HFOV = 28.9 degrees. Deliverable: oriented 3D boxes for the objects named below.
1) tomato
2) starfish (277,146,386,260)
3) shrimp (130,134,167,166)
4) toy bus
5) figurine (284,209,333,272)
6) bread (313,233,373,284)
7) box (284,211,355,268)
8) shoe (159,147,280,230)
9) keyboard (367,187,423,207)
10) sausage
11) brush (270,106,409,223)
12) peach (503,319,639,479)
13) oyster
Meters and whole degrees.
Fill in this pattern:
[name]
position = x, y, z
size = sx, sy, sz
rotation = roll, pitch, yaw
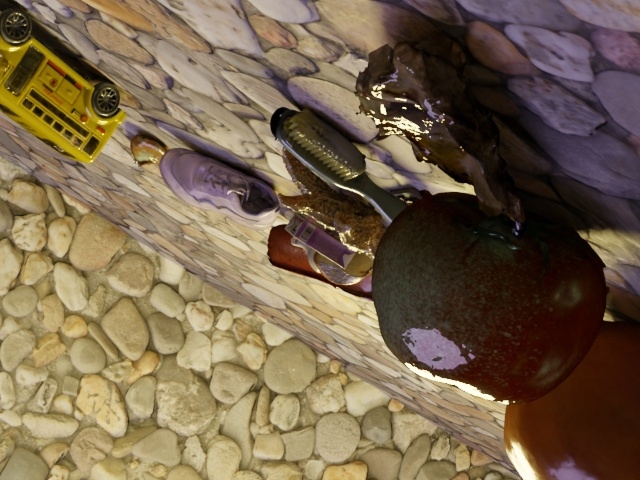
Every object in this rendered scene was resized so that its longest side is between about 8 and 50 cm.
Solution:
[tomato]
position = 0.207, 0.076, 1.584
size = 0.303, 0.239, 0.303
rotation = 17, -166, -4
[starfish]
position = 0.027, -0.049, 1.991
size = 0.301, 0.084, 0.293
rotation = 42, -175, 38
[shrimp]
position = -0.343, -0.170, 2.455
size = 0.091, 0.043, 0.184
rotation = 28, 168, -14
[toy bus]
position = -0.497, -0.273, 2.122
size = 0.144, 0.152, 0.330
rotation = 18, 164, 46
[figurine]
position = -0.003, -0.021, 2.239
size = 0.081, 0.098, 0.146
rotation = -7, -121, -43
[bread]
position = 0.059, 0.029, 2.135
size = 0.126, 0.129, 0.044
rotation = 22, 134, 37
[box]
position = 0.000, 0.000, 2.055
size = 0.117, 0.036, 0.050
rotation = 32, -176, -31
[shoe]
position = -0.178, -0.099, 2.269
size = 0.245, 0.095, 0.137
rotation = 28, 165, -11
[keyboard]
position = 0.122, -0.057, 1.900
size = 0.055, 0.017, 0.166
rotation = 33, 167, -16
[sausage]
position = 0.022, 0.034, 2.330
size = 0.330, 0.102, 0.102
rotation = 19, 165, 45
[brush]
position = 0.056, -0.099, 1.775
size = 0.297, 0.068, 0.060
rotation = 37, 146, -23
[peach]
position = 0.431, 0.267, 1.849
size = 0.343, 0.342, 0.302
rotation = 91, 161, -77
[oyster]
position = 0.121, -0.140, 1.378
size = 0.221, 0.096, 0.361
rotation = 27, 169, 35
